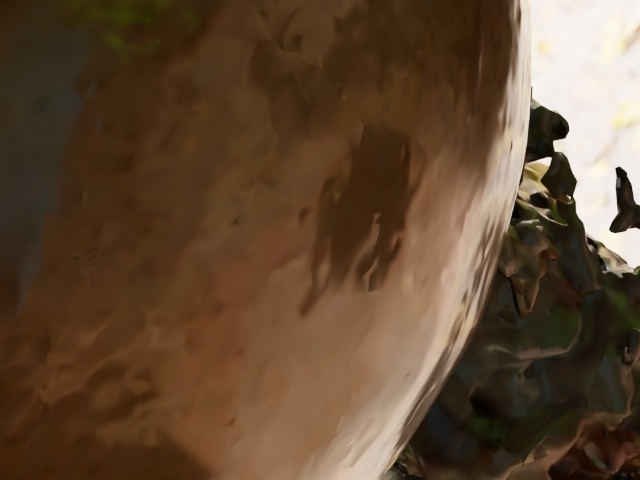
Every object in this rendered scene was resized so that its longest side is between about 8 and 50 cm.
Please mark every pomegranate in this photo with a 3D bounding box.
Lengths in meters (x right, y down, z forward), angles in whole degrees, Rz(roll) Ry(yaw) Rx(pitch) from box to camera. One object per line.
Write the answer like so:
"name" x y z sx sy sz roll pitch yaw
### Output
"pomegranate" -0.090 -0.045 0.440 0.319 0.319 0.319 -34 36 29

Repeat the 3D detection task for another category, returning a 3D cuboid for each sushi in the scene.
"sushi" -0.002 -0.002 0.840 0.176 0.417 0.417 -50 30 -6
